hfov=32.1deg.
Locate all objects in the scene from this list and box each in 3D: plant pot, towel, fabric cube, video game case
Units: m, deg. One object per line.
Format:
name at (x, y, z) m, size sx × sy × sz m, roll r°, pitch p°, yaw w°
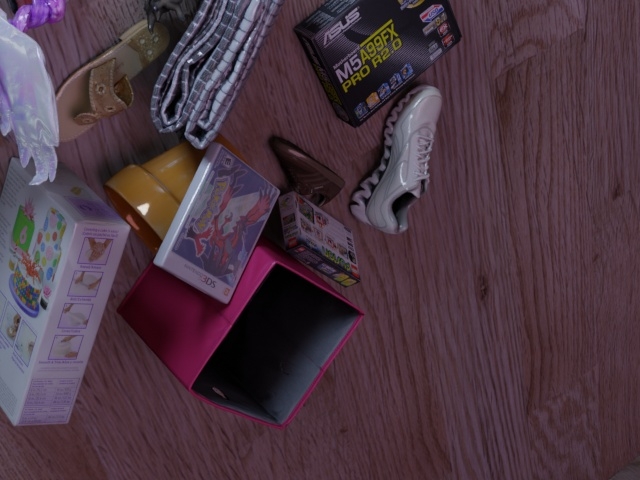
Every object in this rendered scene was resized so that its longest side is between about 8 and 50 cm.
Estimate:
plant pot at (-0.205, -0.069, 1.760) m, size 0.188 × 0.205 × 0.205 m, roll -42°, pitch 135°, yaw -14°
towel at (-0.150, -0.293, 1.641) m, size 0.121 × 0.235 × 0.283 m, roll 26°, pitch 102°, yaw -6°
fabric cube at (-0.138, 0.125, 1.895) m, size 0.254 × 0.258 × 0.259 m, roll 32°, pitch 93°, yaw -46°
video game case at (-0.152, -0.023, 1.680) m, size 0.183 × 0.023 × 0.201 m, roll 37°, pitch 74°, yaw -55°

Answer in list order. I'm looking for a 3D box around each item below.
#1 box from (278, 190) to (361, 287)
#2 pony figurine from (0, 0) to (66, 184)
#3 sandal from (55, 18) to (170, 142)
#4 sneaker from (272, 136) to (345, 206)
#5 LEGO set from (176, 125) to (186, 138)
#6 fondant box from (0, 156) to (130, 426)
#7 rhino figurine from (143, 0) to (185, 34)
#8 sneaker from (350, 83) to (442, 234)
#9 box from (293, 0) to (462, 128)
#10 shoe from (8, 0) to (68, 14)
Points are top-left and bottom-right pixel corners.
box at (0.000, 0.000, 2.022) m, size 0.036 × 0.114 × 0.207 m, roll -23°, pitch 148°, yaw 24°
pony figurine at (-0.445, -0.260, 1.378) m, size 0.364 × 0.303 × 0.351 m, roll -5°, pitch 109°, yaw -26°
sandal at (-0.308, -0.232, 1.662) m, size 0.240 × 0.079 × 0.088 m, roll -47°, pitch 135°, yaw -6°
sneaker at (-0.029, -0.115, 1.972) m, size 0.188 × 0.066 × 0.071 m, roll 31°, pitch 98°, yaw -45°
LEGO set at (-0.218, -0.194, 1.806) m, size 0.054 × 0.023 × 0.083 m, roll 15°, pitch 92°, yaw -46°
fondant box at (-0.416, 0.074, 1.649) m, size 0.096 × 0.238 × 0.330 m, roll 4°, pitch 113°, yaw -40°
rhino figurine at (-0.202, -0.413, 1.617) m, size 0.073 × 0.106 × 0.243 m, roll 15°, pitch 105°, yaw -43°
sneaker at (0.167, -0.147, 2.078) m, size 0.110 × 0.118 × 0.292 m, roll 11°, pitch 107°, yaw -41°
box at (0.106, -0.360, 1.935) m, size 0.270 × 0.060 × 0.216 m, roll -41°, pitch 135°, yaw -12°
shoe at (-0.402, -0.386, 1.502) m, size 0.081 × 0.063 × 0.178 m, roll -32°, pitch 135°, yaw -24°
